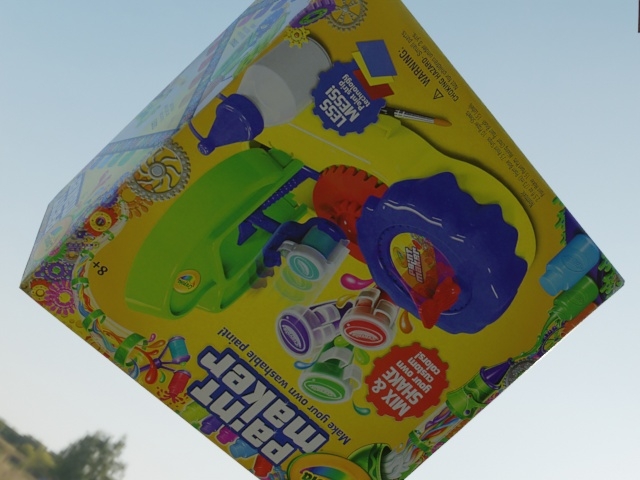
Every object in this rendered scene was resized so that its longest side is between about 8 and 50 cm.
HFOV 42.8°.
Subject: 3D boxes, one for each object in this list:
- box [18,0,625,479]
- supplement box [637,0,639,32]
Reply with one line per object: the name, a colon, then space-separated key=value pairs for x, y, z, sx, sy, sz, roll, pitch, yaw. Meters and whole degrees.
box: x=0.000 y=0.000 z=0.592 sx=0.290 sy=0.279 sz=0.177 roll=44 pitch=6 yaw=-22
supplement box: x=0.420 y=-0.295 z=0.993 sx=0.043 sy=0.055 sz=0.083 roll=8 pitch=-79 yaw=55
